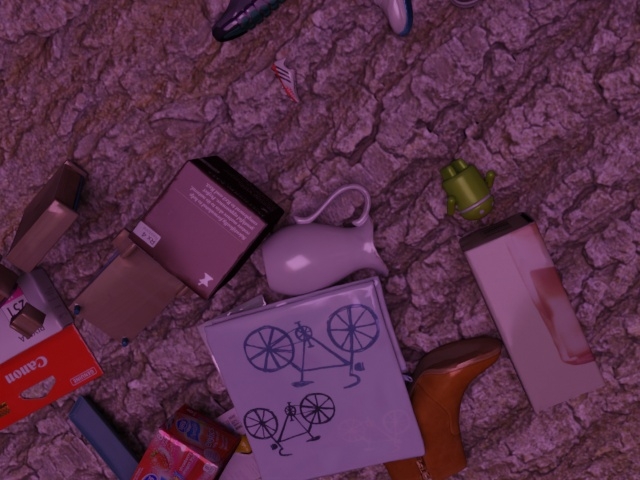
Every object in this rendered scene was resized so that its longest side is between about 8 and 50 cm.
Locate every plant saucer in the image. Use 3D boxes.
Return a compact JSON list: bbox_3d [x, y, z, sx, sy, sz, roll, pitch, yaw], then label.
[{"bbox_3d":[-0.403,0.377,1.423,0.192,0.018,0.067,44,118,19],"label":"plant saucer"}]

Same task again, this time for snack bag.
[{"bbox_3d":[0.000,0.258,1.317,0.323,0.037,0.342,-17,99,12],"label":"snack bag"}]

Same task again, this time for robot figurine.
[{"bbox_3d":[0.255,-0.085,1.305,0.101,0.067,0.115,-33,94,-15],"label":"robot figurine"}]

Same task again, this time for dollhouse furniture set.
[{"bbox_3d":[-0.413,0.059,1.372,0.303,0.198,0.286,39,103,-25],"label":"dollhouse furniture set"}]

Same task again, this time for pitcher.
[{"bbox_3d":[0.000,0.000,1.318,0.207,0.125,0.177,-12,94,-3],"label":"pitcher"}]

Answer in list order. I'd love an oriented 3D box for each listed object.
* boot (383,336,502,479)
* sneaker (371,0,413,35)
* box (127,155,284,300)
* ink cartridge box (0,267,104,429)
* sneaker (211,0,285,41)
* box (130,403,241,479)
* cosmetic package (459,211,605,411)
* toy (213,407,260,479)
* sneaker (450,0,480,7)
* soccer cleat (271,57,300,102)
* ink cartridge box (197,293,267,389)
[{"bbox_3d":[0.224,0.313,1.357,0.295,0.104,0.211,-26,100,13],"label":"boot"},{"bbox_3d":[0.088,-0.444,1.268,0.092,0.087,0.228,-23,88,15],"label":"sneaker"},{"bbox_3d":[-0.186,-0.028,1.287,0.168,0.203,0.167,39,99,-1],"label":"box"},{"bbox_3d":[-0.590,0.219,1.434,0.275,0.060,0.239,-29,93,9],"label":"ink cartridge box"},{"bbox_3d":[-0.110,-0.435,1.288,0.224,0.083,0.098,-38,92,-1],"label":"sneaker"},{"bbox_3d":[-0.265,0.440,1.347,0.128,0.122,0.257,31,105,6],"label":"box"},{"bbox_3d":[0.354,0.115,1.282,0.129,0.153,0.296,-23,96,9],"label":"cosmetic package"},{"bbox_3d":[-0.209,0.419,1.425,0.237,0.056,0.137,-33,92,15],"label":"toy"},{"bbox_3d":[0.190,-0.516,1.226,0.105,0.115,0.281,-38,93,9],"label":"sneaker"},{"bbox_3d":[-0.054,-0.281,1.327,0.036,0.029,0.083,-31,90,13],"label":"soccer cleat"},{"bbox_3d":[-0.126,0.208,1.403,0.145,0.045,0.179,-27,86,9],"label":"ink cartridge box"}]
